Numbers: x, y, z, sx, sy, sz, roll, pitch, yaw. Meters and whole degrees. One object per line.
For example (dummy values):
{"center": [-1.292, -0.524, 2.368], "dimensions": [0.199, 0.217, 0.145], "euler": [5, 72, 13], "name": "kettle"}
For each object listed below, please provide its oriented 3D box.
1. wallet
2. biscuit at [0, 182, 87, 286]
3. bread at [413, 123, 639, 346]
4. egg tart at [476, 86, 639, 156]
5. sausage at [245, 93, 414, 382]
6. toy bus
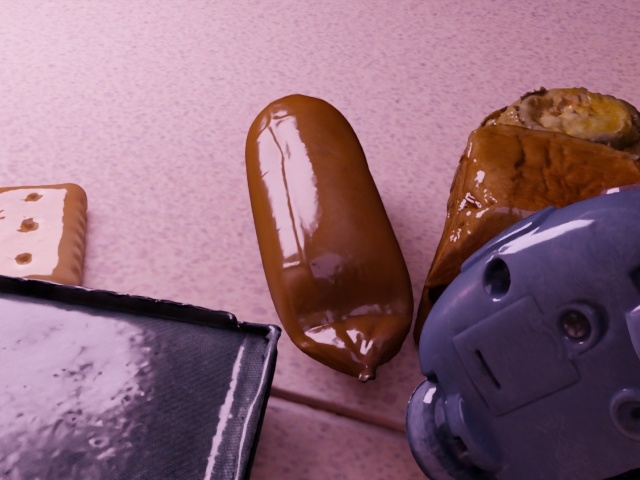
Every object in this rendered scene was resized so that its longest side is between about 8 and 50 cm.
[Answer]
{"center": [-0.209, 0.114, 0.564], "dimensions": [0.342, 0.075, 0.237], "euler": [8, 38, 2], "name": "wallet"}
{"center": [-0.318, 0.006, 0.718], "dimensions": [0.250, 0.030, 0.160], "euler": [-2, 40, -8], "name": "biscuit"}
{"center": [0.160, 0.005, 0.683], "dimensions": [0.143, 0.149, 0.158], "euler": [13, 34, 7], "name": "bread"}
{"center": [0.239, -0.093, 0.860], "dimensions": [0.191, 0.074, 0.191], "euler": [1, 40, -1], "name": "egg tart"}
{"center": [0.006, 0.001, 0.696], "dimensions": [0.112, 0.112, 0.328], "euler": [-4, 40, -10], "name": "sausage"}
{"center": [0.211, 0.100, 0.490], "dimensions": [0.232, 0.197, 0.294], "euler": [-26, 80, -44], "name": "toy bus"}
